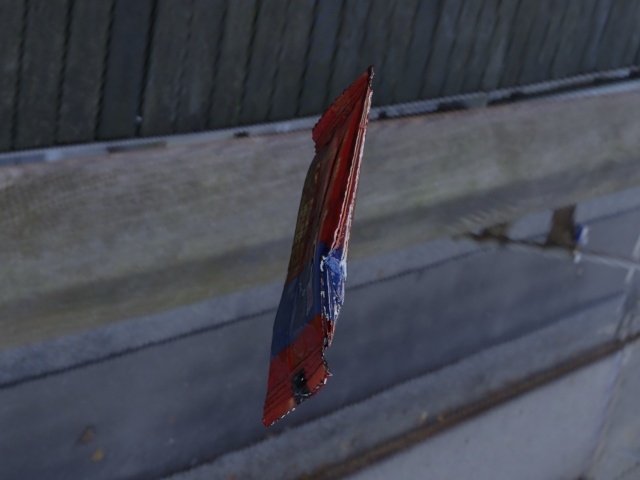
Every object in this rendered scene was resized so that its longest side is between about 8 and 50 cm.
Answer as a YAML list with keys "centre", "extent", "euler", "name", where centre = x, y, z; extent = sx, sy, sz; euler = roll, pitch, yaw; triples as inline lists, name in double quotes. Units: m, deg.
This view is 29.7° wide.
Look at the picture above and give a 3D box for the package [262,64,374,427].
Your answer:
- centre: [0.000, 0.000, 0.668]
  extent: [0.083, 0.022, 0.200]
  euler: [129, -25, -55]
  name: "package"
